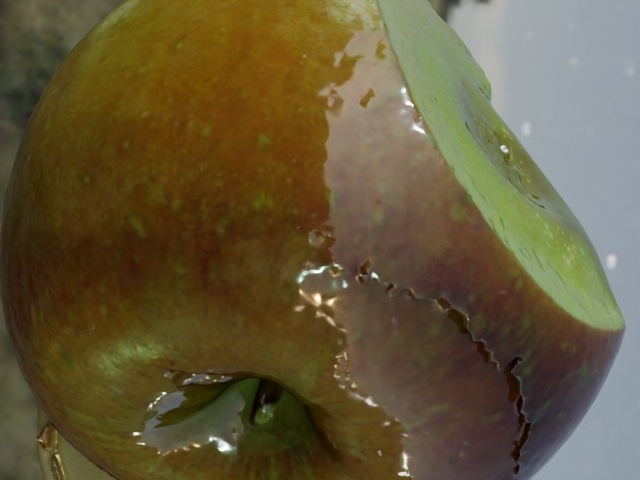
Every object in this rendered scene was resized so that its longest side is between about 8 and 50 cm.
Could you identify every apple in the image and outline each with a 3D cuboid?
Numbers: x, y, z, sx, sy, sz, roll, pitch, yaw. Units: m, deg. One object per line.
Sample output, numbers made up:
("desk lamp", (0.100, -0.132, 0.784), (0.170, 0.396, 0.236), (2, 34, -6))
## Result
("apple", (0.000, 0.000, 1.139), (0.374, 0.384, 0.374), (13, 90, -84))

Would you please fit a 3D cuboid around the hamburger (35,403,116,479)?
("hamburger", (-0.115, 0.142, 1.378), (0.237, 0.147, 0.237), (9, 78, -46))
